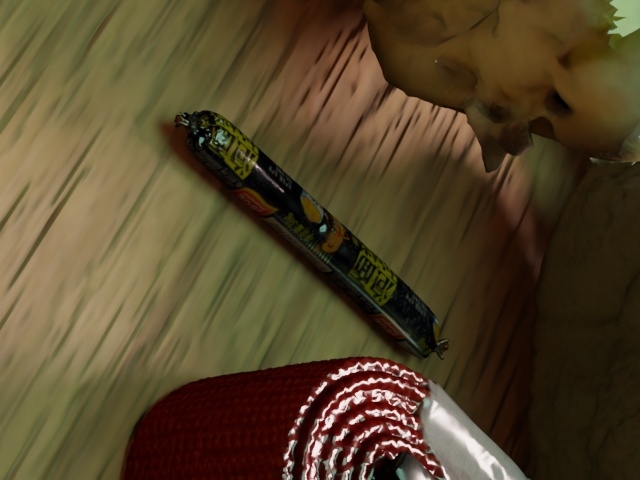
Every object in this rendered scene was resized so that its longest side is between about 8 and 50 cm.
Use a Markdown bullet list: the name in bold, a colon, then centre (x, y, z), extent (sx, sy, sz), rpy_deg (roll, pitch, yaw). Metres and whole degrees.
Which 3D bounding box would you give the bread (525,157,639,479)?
- **bread**: centre (0.265, 0.076, 0.884), extent (0.279, 0.225, 0.250), rpy_deg (10, 87, -16)

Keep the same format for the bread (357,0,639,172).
- **bread**: centre (0.146, -0.223, 0.896), extent (0.394, 0.250, 0.361), rpy_deg (-18, 87, -52)

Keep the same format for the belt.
- **belt**: centre (0.023, 0.134, 0.756), extent (0.201, 0.124, 0.128), rpy_deg (47, 51, -28)

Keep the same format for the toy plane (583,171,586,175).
- **toy plane**: centre (0.286, -0.051, 1.053), extent (0.267, 0.088, 0.212), rpy_deg (-16, 94, -27)

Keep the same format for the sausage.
- **sausage**: centre (0.000, 0.000, 0.837), extent (0.198, 0.025, 0.028), rpy_deg (42, 7, -31)
